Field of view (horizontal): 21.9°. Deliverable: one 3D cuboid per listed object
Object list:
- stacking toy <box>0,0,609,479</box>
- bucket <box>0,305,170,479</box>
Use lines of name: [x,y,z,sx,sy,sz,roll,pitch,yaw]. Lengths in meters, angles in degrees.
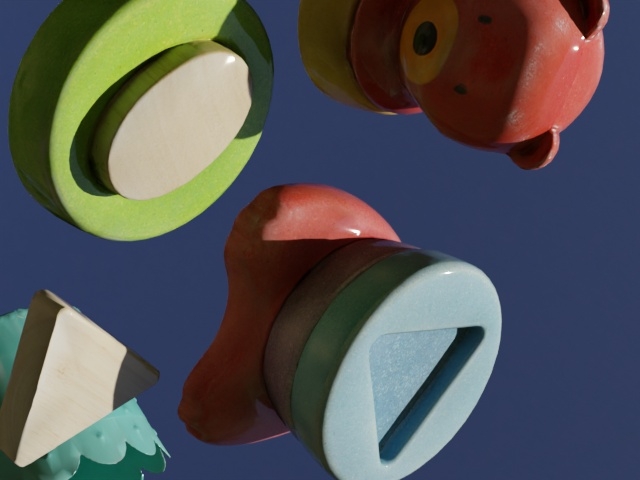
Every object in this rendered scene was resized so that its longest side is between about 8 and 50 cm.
stacking toy: [0.000,0.000,0.785,0.130,0.279,0.309,33,-56,39]
bucket: [-0.312,0.202,1.676,0.281,0.281,0.183,-33,-106,14]
